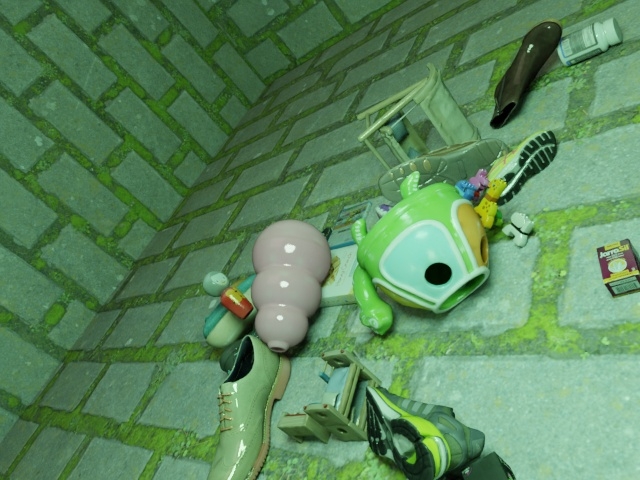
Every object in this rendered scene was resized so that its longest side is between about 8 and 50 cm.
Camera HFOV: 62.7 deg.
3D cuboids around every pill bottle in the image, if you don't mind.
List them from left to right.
[{"bbox_3d":[0.695,-0.515,1.360,0.137,0.078,0.078,-15,38,43],"label":"pill bottle"}]

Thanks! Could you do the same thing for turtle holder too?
[{"bbox_3d":[0.192,0.040,1.076,0.320,0.243,0.227,-35,65,-3],"label":"turtle holder"}]

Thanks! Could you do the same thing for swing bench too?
[{"bbox_3d":[0.272,-0.287,1.419,0.255,0.253,0.165,-32,30,24],"label":"swing bench"}]

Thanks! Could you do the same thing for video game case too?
[{"bbox_3d":[0.084,-0.044,1.590,0.119,0.015,0.166,-16,38,43],"label":"video game case"}]

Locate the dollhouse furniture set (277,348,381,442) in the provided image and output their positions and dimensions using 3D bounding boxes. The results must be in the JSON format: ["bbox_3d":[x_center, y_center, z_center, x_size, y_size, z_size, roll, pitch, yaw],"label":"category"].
[{"bbox_3d":[0.001,0.318,1.062,0.184,0.129,0.129,-20,35,39],"label":"dollhouse furniture set"}]

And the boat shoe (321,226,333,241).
[{"bbox_3d":[0.000,0.000,1.616,0.046,0.038,0.125,-11,42,47],"label":"boat shoe"}]

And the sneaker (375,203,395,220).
[{"bbox_3d":[0.231,-0.050,1.327,0.104,0.095,0.236,-41,31,-9],"label":"sneaker"}]

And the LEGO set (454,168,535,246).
[{"bbox_3d":[0.363,-0.094,1.117,0.093,0.087,0.227,-63,34,26],"label":"LEGO set"}]

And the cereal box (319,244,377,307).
[{"bbox_3d":[0.060,0.091,1.392,0.240,0.047,0.173,-14,42,43],"label":"cereal box"}]

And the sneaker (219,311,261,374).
[{"bbox_3d":[-0.147,0.268,1.402,0.267,0.101,0.106,-50,45,-5],"label":"sneaker"}]

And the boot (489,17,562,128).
[{"bbox_3d":[0.537,-0.430,1.377,0.248,0.090,0.206,118,176,-61],"label":"boot"}]

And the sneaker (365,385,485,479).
[{"bbox_3d":[0.160,0.318,0.887,0.300,0.121,0.111,-174,83,-73],"label":"sneaker"}]

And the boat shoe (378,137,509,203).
[{"bbox_3d":[0.303,-0.174,1.324,0.325,0.123,0.116,-14,17,2],"label":"boat shoe"}]

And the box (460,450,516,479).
[{"bbox_3d":[0.250,0.359,0.748,0.062,0.052,0.083,-36,27,14],"label":"box"}]

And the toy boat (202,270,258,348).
[{"bbox_3d":[-0.240,0.170,1.460,0.267,0.148,0.318,-48,-9,-14],"label":"toy boat"}]

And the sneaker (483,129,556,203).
[{"bbox_3d":[0.450,-0.181,1.217,0.208,0.081,0.094,-43,25,3],"label":"sneaker"}]

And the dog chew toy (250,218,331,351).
[{"bbox_3d":[-0.083,0.115,1.319,0.207,0.207,0.331,-20,51,39],"label":"dog chew toy"}]

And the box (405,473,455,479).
[{"bbox_3d":[0.155,0.422,0.815,0.137,0.027,0.094,-53,27,-18],"label":"box"}]

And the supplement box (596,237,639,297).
[{"bbox_3d":[0.497,0.045,0.869,0.055,0.043,0.083,-26,31,34],"label":"supplement box"}]

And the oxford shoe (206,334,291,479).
[{"bbox_3d":[-0.194,0.400,1.189,0.140,0.146,0.397,-23,34,32],"label":"oxford shoe"}]
